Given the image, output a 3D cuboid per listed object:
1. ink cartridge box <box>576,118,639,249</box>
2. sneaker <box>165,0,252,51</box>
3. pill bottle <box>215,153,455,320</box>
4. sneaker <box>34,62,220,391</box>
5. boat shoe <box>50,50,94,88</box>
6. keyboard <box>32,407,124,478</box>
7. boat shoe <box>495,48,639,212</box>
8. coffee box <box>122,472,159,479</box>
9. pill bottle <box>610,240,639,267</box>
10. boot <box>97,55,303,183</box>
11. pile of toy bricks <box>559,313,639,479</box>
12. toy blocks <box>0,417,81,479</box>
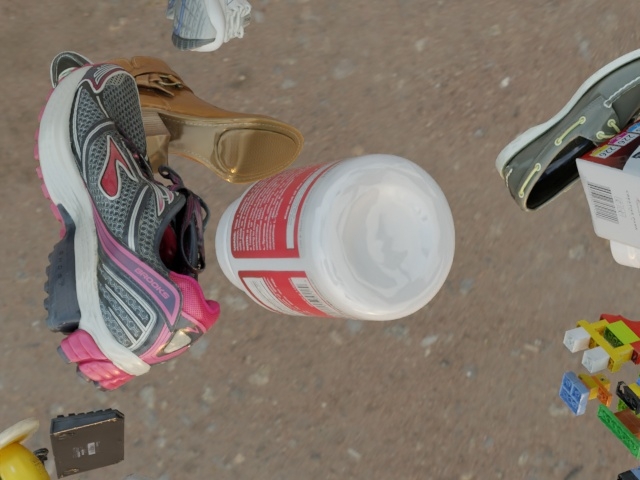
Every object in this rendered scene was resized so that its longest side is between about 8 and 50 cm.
[{"bbox_3d":[0.550,-0.101,1.553,0.309,0.272,0.130,-32,118,-20],"label":"ink cartridge box"},{"bbox_3d":[-0.162,-0.353,1.812,0.129,0.297,0.111,14,112,-15],"label":"sneaker"},{"bbox_3d":[0.000,0.000,1.761,0.407,0.229,0.229,-3,108,62],"label":"pill bottle"},{"bbox_3d":[-0.145,-0.025,0.934,0.112,0.121,0.299,-25,53,15],"label":"sneaker"},{"bbox_3d":[-0.363,-0.230,1.812,0.077,0.070,0.219,-32,54,-6],"label":"boat shoe"},{"bbox_3d":[-0.270,0.224,1.299,0.108,0.180,0.023,-12,66,-15],"label":"keyboard"},{"bbox_3d":[0.385,-0.155,1.677,0.305,0.109,0.091,-40,51,29],"label":"boat shoe"},{"bbox_3d":[-0.097,0.365,1.036,0.168,0.119,0.297,0,121,51],"label":"coffee box"},{"bbox_3d":[0.562,-0.003,1.699,0.264,0.153,0.153,13,108,38],"label":"pill bottle"},{"bbox_3d":[-0.126,-0.126,1.147,0.152,0.197,0.073,56,135,45],"label":"boot"},{"bbox_3d":[0.323,0.166,1.117,0.105,0.212,0.118,-14,130,-21],"label":"pile of toy bricks"},{"bbox_3d":[-0.174,0.202,0.780,0.148,0.054,0.123,52,144,9],"label":"toy blocks"}]
